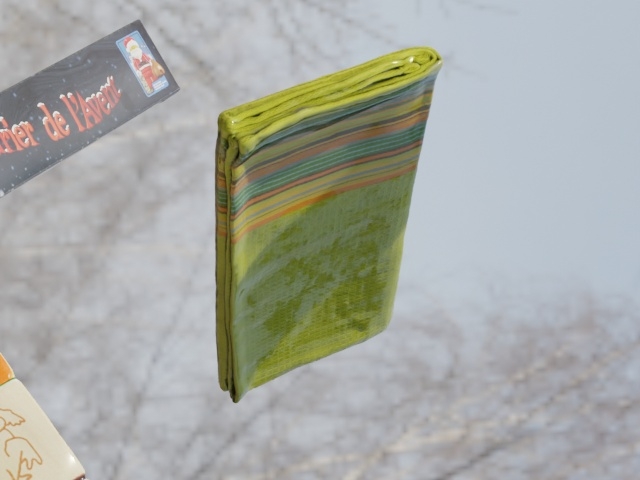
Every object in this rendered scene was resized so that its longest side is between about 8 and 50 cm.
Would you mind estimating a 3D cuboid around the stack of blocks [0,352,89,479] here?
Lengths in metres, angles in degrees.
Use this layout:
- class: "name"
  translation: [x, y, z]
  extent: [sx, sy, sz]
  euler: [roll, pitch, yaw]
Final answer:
- class: "stack of blocks"
  translation: [-0.212, 0.056, 0.627]
  extent: [0.297, 0.171, 0.087]
  euler: [51, -29, 15]

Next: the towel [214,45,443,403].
- class: "towel"
  translation: [0.000, 0.000, 0.866]
  extent: [0.237, 0.102, 0.021]
  euler: [95, -29, -58]

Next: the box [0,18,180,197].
- class: "box"
  translation: [-0.194, -0.024, 0.900]
  extent: [0.159, 0.233, 0.044]
  euler: [-24, -81, 39]
